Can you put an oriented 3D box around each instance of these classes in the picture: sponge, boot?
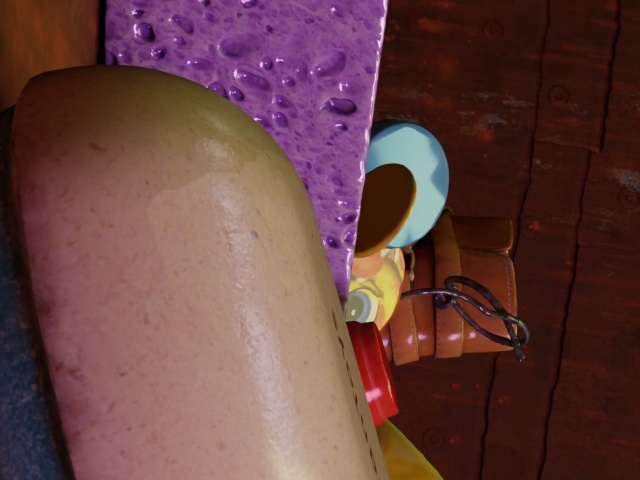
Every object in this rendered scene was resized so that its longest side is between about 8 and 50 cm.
[{"bbox_3d":[-0.035,-0.055,0.608,0.031,0.117,0.210,-80,177,-64],"label":"sponge"},{"bbox_3d":[0.021,0.065,0.960,0.283,0.220,0.109,-77,175,-51],"label":"boot"}]

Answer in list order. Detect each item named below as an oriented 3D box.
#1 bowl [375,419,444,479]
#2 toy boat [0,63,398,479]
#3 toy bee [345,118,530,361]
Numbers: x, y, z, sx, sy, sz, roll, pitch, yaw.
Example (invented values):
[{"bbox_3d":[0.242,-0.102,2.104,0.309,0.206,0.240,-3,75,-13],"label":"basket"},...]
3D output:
[{"bbox_3d":[-0.035,0.221,0.717,0.156,0.289,0.289,-26,140,-32],"label":"bowl"},{"bbox_3d":[-0.050,0.081,0.494,0.318,0.148,0.267,-20,95,-86],"label":"toy boat"},{"bbox_3d":[0.000,0.000,0.780,0.162,0.298,0.195,-46,-170,-21],"label":"toy bee"}]
